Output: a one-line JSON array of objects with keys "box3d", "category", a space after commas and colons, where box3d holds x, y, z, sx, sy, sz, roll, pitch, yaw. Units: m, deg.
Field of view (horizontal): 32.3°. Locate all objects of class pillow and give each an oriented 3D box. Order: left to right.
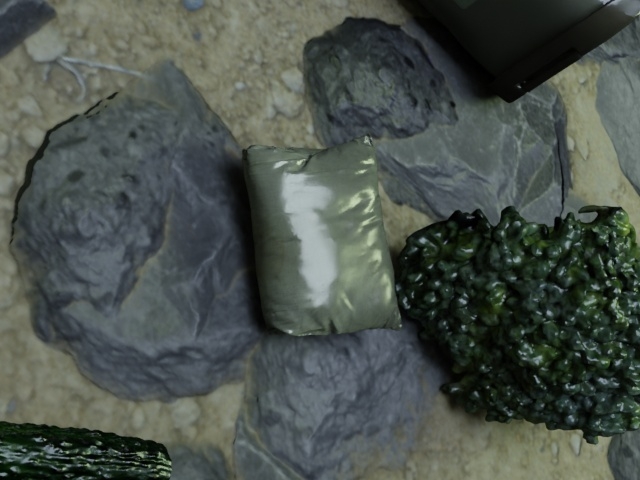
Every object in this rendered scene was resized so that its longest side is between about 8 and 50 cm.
[{"box3d": [0.000, 0.000, 0.984, 0.134, 0.078, 0.181, -6, 82, -37], "category": "pillow"}]

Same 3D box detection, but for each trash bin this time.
[{"box3d": [0.206, -0.306, 1.166, 0.250, 0.220, 0.219, 38, 54, -15], "category": "trash bin"}]

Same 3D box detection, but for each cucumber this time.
[{"box3d": [-0.196, 0.159, 0.788, 0.187, 0.058, 0.058, 13, 68, -35], "category": "cucumber"}]

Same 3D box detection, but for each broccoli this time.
[{"box3d": [0.226, 0.066, 1.096, 0.288, 0.248, 0.245, 52, 14, -1], "category": "broccoli"}]
